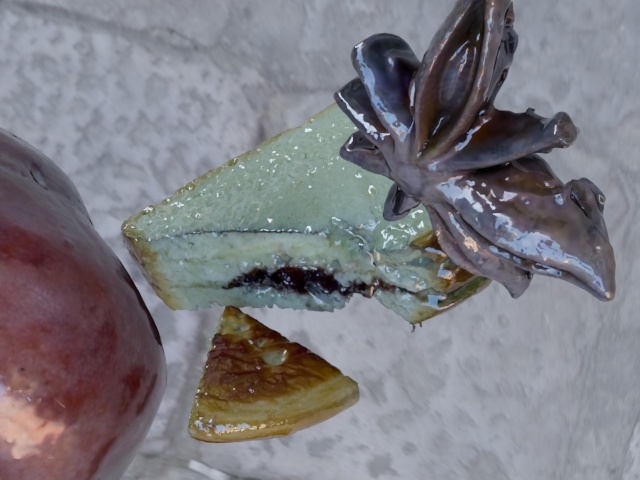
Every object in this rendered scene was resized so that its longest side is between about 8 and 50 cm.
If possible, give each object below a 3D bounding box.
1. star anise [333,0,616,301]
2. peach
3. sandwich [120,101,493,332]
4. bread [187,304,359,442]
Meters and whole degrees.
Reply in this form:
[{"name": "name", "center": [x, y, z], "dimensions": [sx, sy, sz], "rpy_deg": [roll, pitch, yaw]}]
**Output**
[{"name": "star anise", "center": [0.109, -0.058, 0.998], "dimensions": [0.110, 0.198, 0.258], "rpy_deg": [-48, 115, -29]}, {"name": "peach", "center": [-0.128, 0.023, 0.481], "dimensions": [0.152, 0.152, 0.152], "rpy_deg": [-2, 77, 10]}, {"name": "sandwich", "center": [-0.001, -0.004, 1.266], "dimensions": [0.288, 0.100, 0.254], "rpy_deg": [-29, 44, -13]}, {"name": "bread", "center": [-0.035, 0.121, 1.204], "dimensions": [0.135, 0.054, 0.154], "rpy_deg": [8, 37, 0]}]
